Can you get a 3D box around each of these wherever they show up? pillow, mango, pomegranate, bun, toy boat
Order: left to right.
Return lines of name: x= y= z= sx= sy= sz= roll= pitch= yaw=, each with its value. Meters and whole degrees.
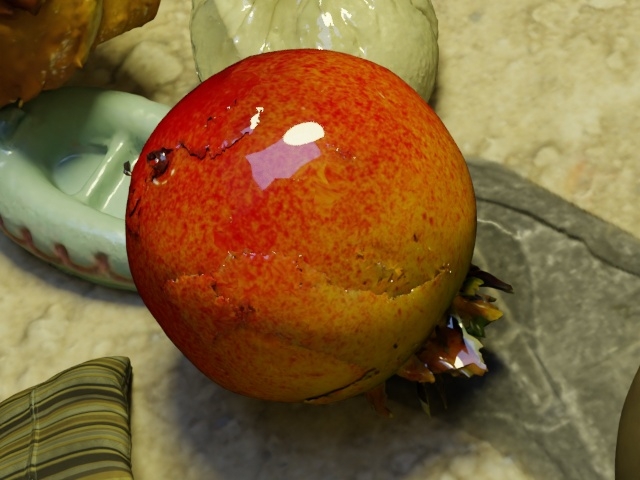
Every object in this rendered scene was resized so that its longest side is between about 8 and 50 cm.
mango: x=-0.265 y=-0.184 z=1.249 sx=0.350 sy=0.201 sz=0.199 roll=11 pitch=74 yaw=37
pillow: x=-0.160 y=0.121 z=1.050 sx=0.113 sy=0.038 sz=0.203 roll=-24 pitch=16 yaw=-1
toy boat: x=-0.143 y=-0.044 z=1.202 sx=0.208 sy=0.079 sz=0.134 roll=21 pitch=65 yaw=25
bun: x=-0.006 y=-0.142 z=1.213 sx=0.164 sy=0.111 sz=0.188 roll=-20 pitch=55 yaw=4
pomegranate: x=0.000 y=0.000 z=1.055 sx=0.235 sy=0.210 sz=0.210 roll=35 pitch=66 yaw=-2

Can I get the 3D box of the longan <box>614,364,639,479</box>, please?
longan: x=0.259 y=0.095 z=0.881 sx=0.248 sy=0.248 sz=0.248 roll=-7 pitch=53 yaw=10
